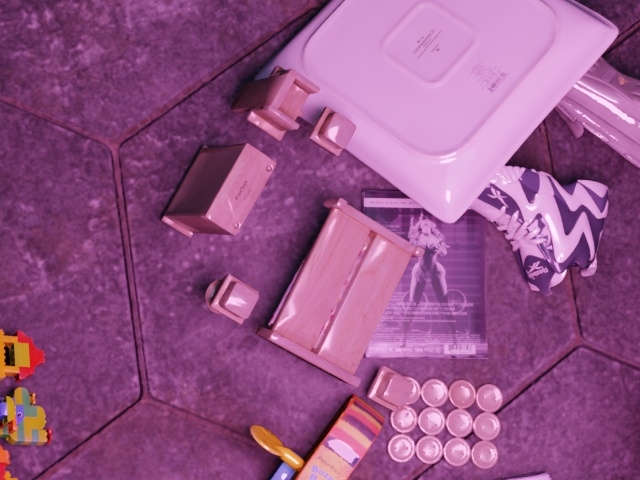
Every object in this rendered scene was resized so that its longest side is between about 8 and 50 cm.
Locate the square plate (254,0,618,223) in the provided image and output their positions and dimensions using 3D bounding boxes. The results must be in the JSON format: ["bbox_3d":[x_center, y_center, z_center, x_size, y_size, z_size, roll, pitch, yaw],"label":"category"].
[{"bbox_3d":[0.145,-0.246,1.661,0.344,0.049,0.347,38,79,22],"label":"square plate"}]

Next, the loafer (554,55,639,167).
[{"bbox_3d":[0.353,-0.187,1.708,0.319,0.111,0.112,35,42,15],"label":"loafer"}]

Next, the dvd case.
[{"bbox_3d":[0.136,0.045,1.690,0.164,0.018,0.221,1,82,-6],"label":"dvd case"}]

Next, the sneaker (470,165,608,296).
[{"bbox_3d":[0.265,-0.007,1.667,0.235,0.094,0.153,8,76,-26],"label":"sneaker"}]

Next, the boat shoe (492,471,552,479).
[{"bbox_3d":[0.191,0.343,1.618,0.226,0.083,0.076,-7,81,-9],"label":"boat shoe"}]

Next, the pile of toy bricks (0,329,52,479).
[{"bbox_3d":[-0.376,0.225,1.565,0.105,0.118,0.212,9,61,-34],"label":"pile of toy bricks"}]

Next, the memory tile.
[{"bbox_3d":[0.162,0.235,1.667,0.148,0.012,0.113,6,80,-6],"label":"memory tile"}]

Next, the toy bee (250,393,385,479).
[{"bbox_3d":[-0.011,0.321,1.556,0.195,0.162,0.298,17,78,-4],"label":"toy bee"}]

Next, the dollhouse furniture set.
[{"bbox_3d":[0.000,0.000,1.653,0.355,0.174,0.303,32,79,-22],"label":"dollhouse furniture set"}]
